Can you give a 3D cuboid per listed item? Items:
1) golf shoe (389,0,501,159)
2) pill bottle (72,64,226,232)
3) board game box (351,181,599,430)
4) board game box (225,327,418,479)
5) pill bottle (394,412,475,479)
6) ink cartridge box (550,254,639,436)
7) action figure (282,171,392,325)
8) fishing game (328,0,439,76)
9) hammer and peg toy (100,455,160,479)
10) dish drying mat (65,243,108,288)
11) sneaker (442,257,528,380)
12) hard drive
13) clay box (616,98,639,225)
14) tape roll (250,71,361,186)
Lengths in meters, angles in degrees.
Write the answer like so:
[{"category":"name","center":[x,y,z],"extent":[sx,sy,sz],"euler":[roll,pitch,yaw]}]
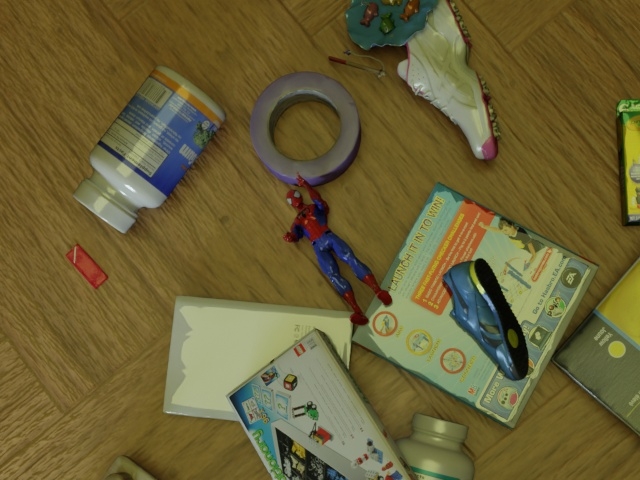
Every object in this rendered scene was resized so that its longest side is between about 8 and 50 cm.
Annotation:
[{"category":"golf shoe","center":[0.215,-0.266,1.933],"extent":[0.140,0.115,0.306],"euler":[-21,73,10]},{"category":"pill bottle","center":[-0.298,-0.152,1.928],"extent":[0.152,0.152,0.272],"euler":[36,87,8]},{"category":"board game box","center":[0.255,0.109,1.880],"extent":[0.302,0.086,0.308],"euler":[29,85,8]},{"category":"board game box","center":[0.001,0.319,1.795],"extent":[0.193,0.053,0.305],"euler":[-37,66,10]},{"category":"pill bottle","center":[0.164,0.417,1.814],"extent":[0.146,0.146,0.264],"euler":[15,83,6]},{"category":"ink cartridge box","center":[0.588,0.181,1.824],"extent":[0.307,0.072,0.303],"euler":[41,93,17]},{"category":"action figure","center":[0.000,0.000,1.862],"extent":[0.091,0.139,0.280],"euler":[-40,54,8]},{"category":"fishing game","center":[0.119,-0.412,1.944],"extent":[0.189,0.041,0.264],"euler":[25,83,40]},{"category":"hammer and peg toy","center":[-0.253,0.549,1.833],"extent":[0.361,0.127,0.266],"euler":[33,86,12]},{"category":"dish drying mat","center":[-0.412,0.046,1.981],"extent":[0.032,0.008,0.083],"euler":[-43,81,-3]},{"category":"sneaker","center":[0.264,0.132,1.807],"extent":[0.082,0.069,0.209],"euler":[-26,89,33]},{"category":"hard drive","center":[-0.104,0.209,1.918],"extent":[0.307,0.040,0.203],"euler":[5,83,5]},{"category":"clay box","center":[0.573,-0.138,1.905],"extent":[0.127,0.053,0.222],"euler":[-2,83,4]},{"category":"tape roll","center":[-0.024,-0.191,1.948],"extent":[0.189,0.080,0.189],"euler":[-1,83,5]}]
